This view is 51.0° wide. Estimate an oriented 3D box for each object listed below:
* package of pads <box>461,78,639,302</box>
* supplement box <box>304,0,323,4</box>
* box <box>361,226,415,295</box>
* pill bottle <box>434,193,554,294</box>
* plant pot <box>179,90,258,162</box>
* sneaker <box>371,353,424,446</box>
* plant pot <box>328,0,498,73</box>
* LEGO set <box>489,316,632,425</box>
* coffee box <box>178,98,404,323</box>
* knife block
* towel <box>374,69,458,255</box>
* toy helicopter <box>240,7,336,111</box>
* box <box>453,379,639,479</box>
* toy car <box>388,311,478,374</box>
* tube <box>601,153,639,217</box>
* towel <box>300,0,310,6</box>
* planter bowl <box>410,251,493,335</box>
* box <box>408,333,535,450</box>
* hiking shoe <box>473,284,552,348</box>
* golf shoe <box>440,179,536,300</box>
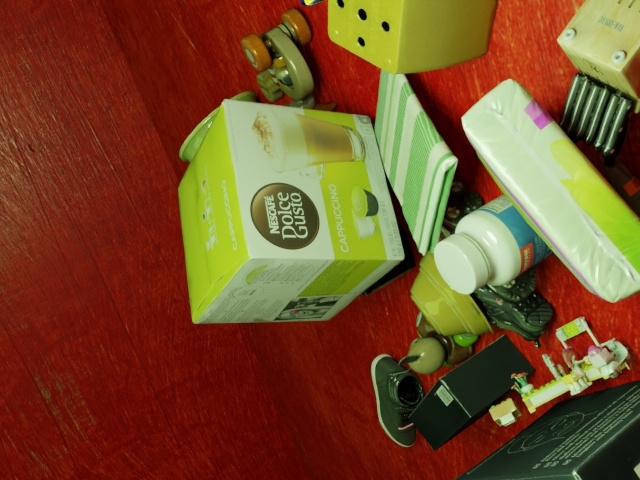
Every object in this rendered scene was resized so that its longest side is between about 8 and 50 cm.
[{"bbox_3d":[0.318,-0.057,0.896,0.296,0.101,0.229,54,-166,12],"label":"package of pads"},{"bbox_3d":[0.128,-0.432,0.742,0.195,0.356,0.194,-1,115,65],"label":"supplement box"},{"bbox_3d":[0.097,0.033,1.601,0.207,0.153,0.108,17,132,61],"label":"box"},{"bbox_3d":[0.291,-0.004,1.055,0.124,0.221,0.124,46,153,32],"label":"pill bottle"},{"bbox_3d":[-0.200,-0.224,1.848,0.254,0.276,0.276,48,156,2],"label":"plant pot"},{"bbox_3d":[0.231,0.471,1.870,0.147,0.104,0.296,21,130,65],"label":"sneaker"},{"bbox_3d":[0.125,-0.371,1.000,0.212,0.187,0.212,38,149,29],"label":"plant pot"},{"bbox_3d":[0.409,0.223,1.183,0.287,0.132,0.107,-44,69,44],"label":"LEGO set"},{"bbox_3d":[-0.082,-0.043,1.395,0.338,0.334,0.337,-45,50,52],"label":"coffee box"},{"bbox_3d":[0.391,-0.229,0.797,0.088,0.242,0.275,43,106,35],"label":"knife block"},{"bbox_3d":[0.166,-0.167,1.242,0.248,0.038,0.325,91,166,-49],"label":"towel"},{"bbox_3d":[-0.085,-0.381,1.599,0.235,0.140,0.355,56,169,-10],"label":"toy helicopter"},{"bbox_3d":[0.450,0.392,1.076,0.212,0.293,0.395,58,157,11],"label":"box"},{"bbox_3d":[0.231,0.238,1.499,0.149,0.188,0.155,52,155,21],"label":"toy car"},{"bbox_3d":[0.443,-0.034,0.909,0.052,0.080,0.207,-35,85,26],"label":"tube"},{"bbox_3d":[-0.055,-0.623,1.278,0.308,0.076,0.227,64,157,-4],"label":"towel"},{"bbox_3d":[0.247,0.127,1.364,0.217,0.090,0.217,53,-178,-2],"label":"planter bowl"},{"bbox_3d":[0.316,0.330,1.434,0.103,0.184,0.261,50,155,21],"label":"box"},{"bbox_3d":[0.332,0.116,1.282,0.227,0.086,0.114,44,150,38],"label":"hiking shoe"},{"bbox_3d":[0.297,0.011,1.239,0.273,0.105,0.120,58,166,32],"label":"golf shoe"}]
